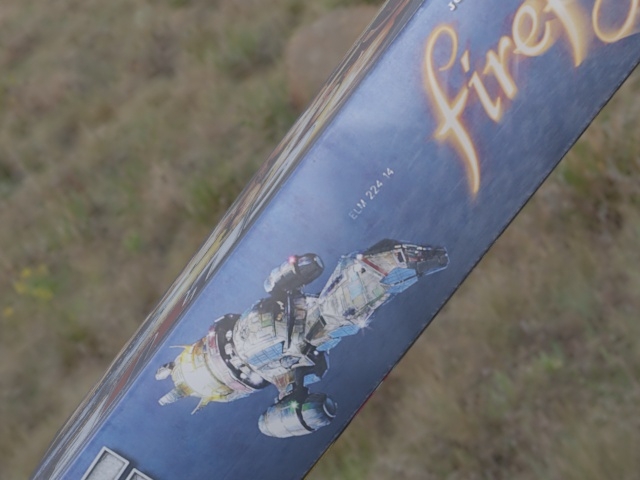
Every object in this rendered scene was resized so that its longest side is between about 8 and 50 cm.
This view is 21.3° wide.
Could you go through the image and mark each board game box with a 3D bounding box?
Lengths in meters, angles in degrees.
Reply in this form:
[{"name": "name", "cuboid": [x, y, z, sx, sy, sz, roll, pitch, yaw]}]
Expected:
[{"name": "board game box", "cuboid": [0.000, 0.000, 0.415, 0.243, 0.042, 0.165, -52, 5, 14]}]
